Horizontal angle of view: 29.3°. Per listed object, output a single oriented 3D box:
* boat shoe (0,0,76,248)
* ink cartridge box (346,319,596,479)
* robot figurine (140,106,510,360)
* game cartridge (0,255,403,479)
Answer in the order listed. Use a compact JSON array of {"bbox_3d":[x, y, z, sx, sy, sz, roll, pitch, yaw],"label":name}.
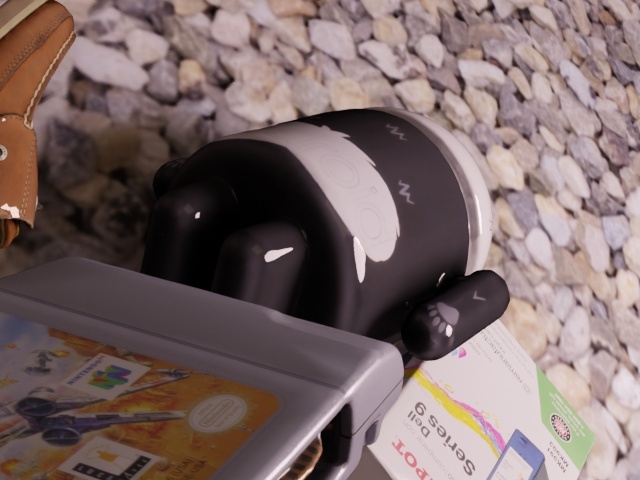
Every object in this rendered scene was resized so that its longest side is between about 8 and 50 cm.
[{"bbox_3d":[-0.218,-0.032,0.704,0.104,0.110,0.307,44,48,-17],"label":"boat shoe"},{"bbox_3d":[0.092,0.158,0.871,0.154,0.093,0.212,51,39,-3],"label":"ink cartridge box"},{"bbox_3d":[0.001,0.003,0.840,0.278,0.173,0.209,-20,81,-51],"label":"robot figurine"},{"bbox_3d":[-0.115,0.091,0.459,0.198,0.062,0.297,17,28,21],"label":"game cartridge"}]
